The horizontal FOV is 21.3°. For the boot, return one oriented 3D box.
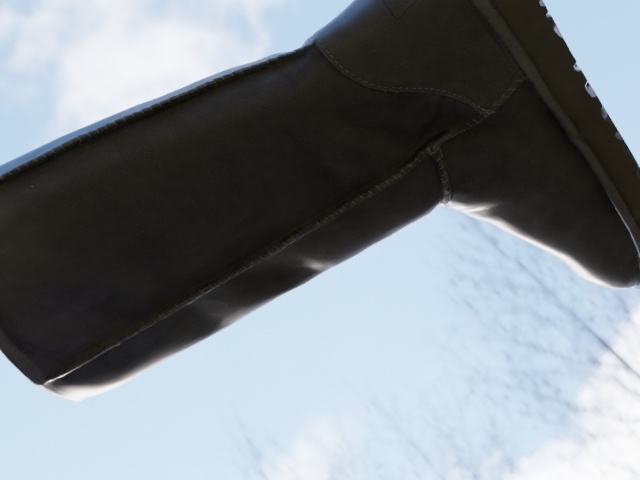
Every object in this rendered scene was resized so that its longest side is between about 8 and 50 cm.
[{"bbox_3d":[0.000,0.000,0.585,0.208,0.076,0.189,-36,-56,5],"label":"boot"}]
